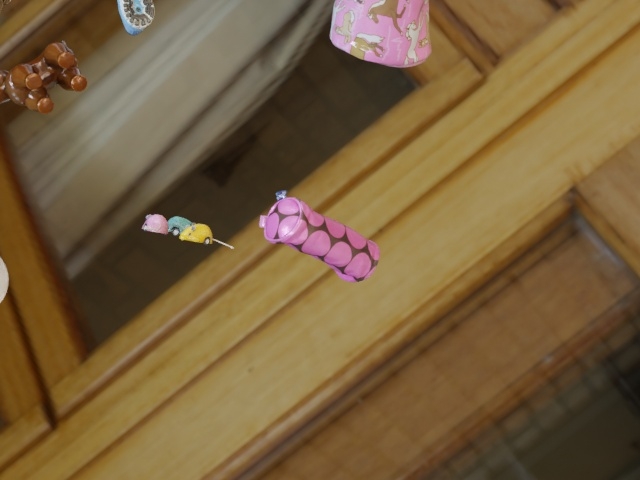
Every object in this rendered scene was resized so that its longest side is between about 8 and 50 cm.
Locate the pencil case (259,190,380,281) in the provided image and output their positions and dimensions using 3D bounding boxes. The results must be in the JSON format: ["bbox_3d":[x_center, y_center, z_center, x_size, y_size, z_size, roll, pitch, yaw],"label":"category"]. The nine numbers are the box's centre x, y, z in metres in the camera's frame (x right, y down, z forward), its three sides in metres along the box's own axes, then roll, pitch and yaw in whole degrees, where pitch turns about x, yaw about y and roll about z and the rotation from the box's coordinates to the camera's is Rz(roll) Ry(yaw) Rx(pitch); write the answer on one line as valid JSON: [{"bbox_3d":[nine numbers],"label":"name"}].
[{"bbox_3d":[0.000,0.000,1.921,0.209,0.098,0.095,31,-122,-39],"label":"pencil case"}]

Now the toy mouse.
[{"bbox_3d":[-0.243,-0.024,1.902,0.143,0.031,0.161,15,-176,44],"label":"toy mouse"}]

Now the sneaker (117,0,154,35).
[{"bbox_3d":[-0.308,-0.401,1.852,0.073,0.063,0.162,139,127,-62],"label":"sneaker"}]

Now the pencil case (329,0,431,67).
[{"bbox_3d":[0.113,-0.447,1.654,0.167,0.160,0.386,-114,28,-56],"label":"pencil case"}]

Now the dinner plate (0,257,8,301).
[{"bbox_3d":[-0.520,0.051,1.666,0.141,0.141,0.017,53,146,18],"label":"dinner plate"}]

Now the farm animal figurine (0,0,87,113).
[{"bbox_3d":[-0.393,-0.308,1.289,0.330,0.327,0.172,30,-179,-37],"label":"farm animal figurine"}]
